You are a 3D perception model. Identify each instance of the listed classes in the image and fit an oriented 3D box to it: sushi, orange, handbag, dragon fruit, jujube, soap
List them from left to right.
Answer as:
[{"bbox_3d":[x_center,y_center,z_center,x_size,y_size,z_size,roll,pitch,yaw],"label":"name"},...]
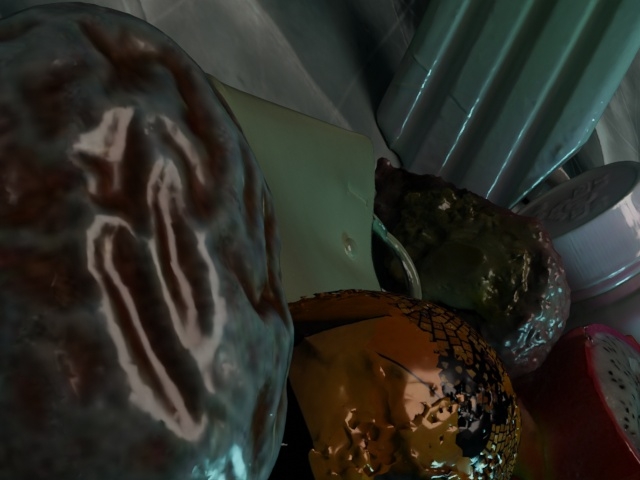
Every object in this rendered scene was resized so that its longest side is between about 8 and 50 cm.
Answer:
[{"bbox_3d":[-0.129,0.031,0.740,0.246,0.215,0.308,-8,77,-60],"label":"jujube"},{"bbox_3d":[0.000,0.000,1.051,0.315,0.109,0.241,17,57,-43],"label":"handbag"},{"bbox_3d":[0.019,0.139,0.901,0.234,0.234,0.182,33,16,-45],"label":"orange"},{"bbox_3d":[0.139,0.017,1.236,0.107,0.161,0.241,55,22,-54],"label":"sushi"},{"bbox_3d":[0.202,-0.184,1.390,0.208,0.347,0.115,29,20,8],"label":"soap"},{"bbox_3d":[0.260,0.224,1.300,0.290,0.189,0.291,45,27,-30],"label":"dragon fruit"}]

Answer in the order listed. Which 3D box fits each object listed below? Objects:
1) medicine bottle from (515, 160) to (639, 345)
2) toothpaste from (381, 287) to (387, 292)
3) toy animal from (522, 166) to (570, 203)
[{"bbox_3d":[0.362,0.119,1.501,0.379,0.213,0.213,59,29,-13],"label":"medicine bottle"},{"bbox_3d":[-0.010,0.020,1.134,0.193,0.045,0.071,39,38,-30],"label":"toothpaste"},{"bbox_3d":[0.223,-0.107,1.592,0.181,0.131,0.127,1,100,-51],"label":"toy animal"}]
